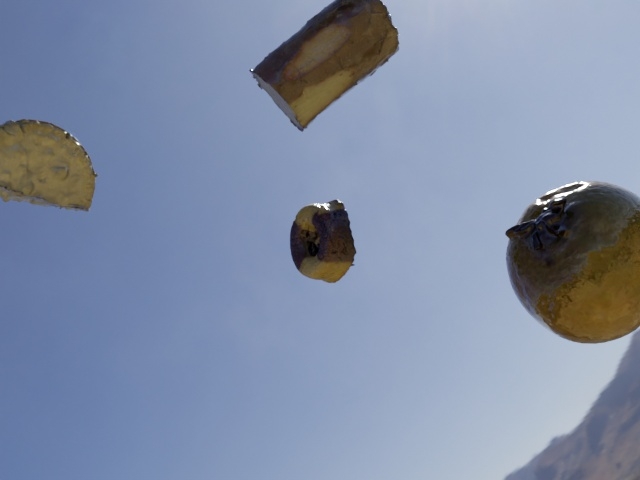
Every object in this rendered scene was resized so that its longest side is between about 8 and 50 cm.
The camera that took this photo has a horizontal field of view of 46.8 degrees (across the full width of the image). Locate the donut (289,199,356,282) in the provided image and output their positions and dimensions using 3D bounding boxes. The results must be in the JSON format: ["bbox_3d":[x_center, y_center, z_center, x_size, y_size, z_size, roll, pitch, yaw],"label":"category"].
[{"bbox_3d":[0.000,0.000,1.229,0.059,0.140,0.140,2,-45,-35],"label":"donut"}]

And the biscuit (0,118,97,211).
[{"bbox_3d":[-0.591,-0.158,1.512,0.281,0.084,0.179,10,-86,-41],"label":"biscuit"}]

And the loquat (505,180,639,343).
[{"bbox_3d":[0.371,0.027,1.045,0.244,0.244,0.244,-31,-25,-17],"label":"loquat"}]

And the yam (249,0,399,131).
[{"bbox_3d":[0.016,-0.292,1.177,0.238,0.128,0.129,-38,-2,4],"label":"yam"}]
